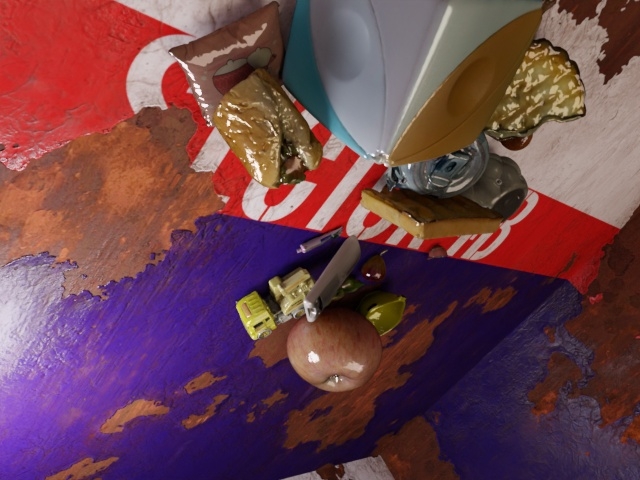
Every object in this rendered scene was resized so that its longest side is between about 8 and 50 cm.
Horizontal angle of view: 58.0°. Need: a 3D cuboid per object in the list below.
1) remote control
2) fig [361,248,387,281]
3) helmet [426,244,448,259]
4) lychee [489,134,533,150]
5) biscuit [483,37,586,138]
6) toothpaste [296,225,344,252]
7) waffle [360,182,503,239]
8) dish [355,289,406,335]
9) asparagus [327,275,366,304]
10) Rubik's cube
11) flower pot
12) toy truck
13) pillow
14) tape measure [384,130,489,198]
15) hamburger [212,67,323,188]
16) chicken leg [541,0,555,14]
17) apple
[{"bbox_3d":[0.049,0.121,1.849,0.313,0.055,0.109,-53,149,-34],"label":"remote control"},{"bbox_3d":[0.196,0.082,2.048,0.089,0.089,0.125,7,103,-45],"label":"fig"},{"bbox_3d":[0.446,0.044,2.228,0.084,0.049,0.065,-11,-176,8],"label":"helmet"},{"bbox_3d":[0.620,-0.335,1.855,0.140,0.114,0.101,-47,135,-27],"label":"lychee"},{"bbox_3d":[0.592,-0.403,1.649,0.335,0.078,0.329,20,125,-7],"label":"biscuit"},{"bbox_3d":[0.000,0.000,1.807,0.170,0.028,0.045,-25,152,-20],"label":"toothpaste"},{"bbox_3d":[0.328,-0.092,1.727,0.348,0.304,0.077,-5,116,-33],"label":"waffle"},{"bbox_3d":[0.213,0.277,2.265,0.221,0.108,0.262,-16,143,-25],"label":"dish"},{"bbox_3d":[0.035,0.179,2.020,0.287,0.080,0.080,-26,147,-28],"label":"asparagus"},{"bbox_3d":[0.168,-0.385,1.141,0.347,0.351,0.352,-18,143,-40],"label":"Rubik's cube"},{"bbox_3d":[0.555,-0.171,1.920,0.246,0.195,0.246,-22,144,-17],"label":"flower pot"},{"bbox_3d":[-0.134,0.187,1.837,0.272,0.124,0.157,-30,147,-8],"label":"toy truck"},{"bbox_3d":[-0.166,-0.352,1.165,0.236,0.084,0.223,-32,155,-10],"label":"pillow"},{"bbox_3d":[0.344,-0.235,1.648,0.256,0.147,0.275,9,129,-20],"label":"tape measure"},{"bbox_3d":[-0.097,-0.201,1.197,0.162,0.209,0.330,-34,176,-3],"label":"hamburger"},{"bbox_3d":[0.523,-0.574,1.471,0.087,0.107,0.251,-54,165,-48],"label":"chicken leg"},{"bbox_3d":[0.051,0.403,2.074,0.345,0.269,0.345,-2,120,-4],"label":"apple"}]
